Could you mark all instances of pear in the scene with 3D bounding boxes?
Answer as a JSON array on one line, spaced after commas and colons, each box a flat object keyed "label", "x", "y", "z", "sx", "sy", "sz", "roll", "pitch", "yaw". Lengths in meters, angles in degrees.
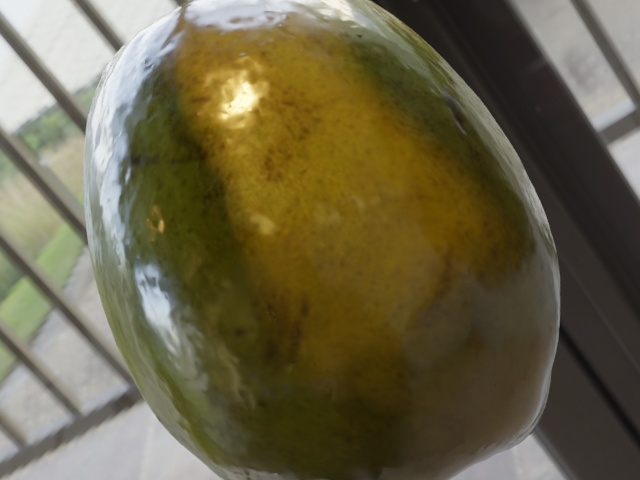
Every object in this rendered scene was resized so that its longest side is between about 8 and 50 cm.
[{"label": "pear", "x": 0.000, "y": 0.000, "z": 0.790, "sx": 0.253, "sy": 0.307, "sz": 0.253, "roll": -22, "pitch": -4, "yaw": -2}]
